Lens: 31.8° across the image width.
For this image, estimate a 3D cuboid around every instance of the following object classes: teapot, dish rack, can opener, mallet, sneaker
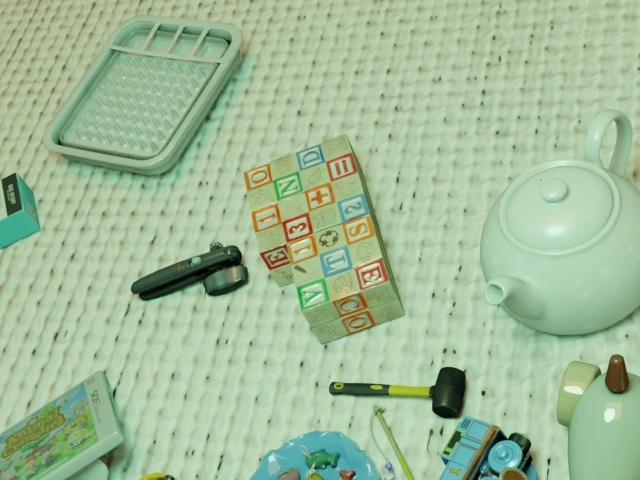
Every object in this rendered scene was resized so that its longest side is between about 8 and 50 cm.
[{"bbox_3d":[0.319,-0.018,1.457,0.253,0.187,0.256,-18,48,8],"label":"teapot"},{"bbox_3d":[-0.301,-0.250,1.973,0.286,0.072,0.332,12,59,29],"label":"dish rack"},{"bbox_3d":[-0.201,0.051,1.701,0.186,0.059,0.073,-14,50,12],"label":"can opener"},{"bbox_3d":[0.102,0.190,1.485,0.190,0.039,0.062,5,56,31],"label":"mallet"},{"bbox_3d":[-0.355,0.342,1.550,0.158,0.061,0.065,-29,17,6],"label":"sneaker"}]

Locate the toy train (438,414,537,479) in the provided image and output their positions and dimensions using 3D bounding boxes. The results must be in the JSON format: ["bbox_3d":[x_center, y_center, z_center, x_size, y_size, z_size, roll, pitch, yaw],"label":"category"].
[{"bbox_3d":[0.181,0.301,1.337,0.105,0.080,0.184,14,62,41],"label":"toy train"}]

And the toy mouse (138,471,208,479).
[{"bbox_3d":[-0.235,0.375,1.477,0.161,0.031,0.143,3,55,25],"label":"toy mouse"}]

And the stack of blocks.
[{"bbox_3d":[0.000,0.000,1.639,0.171,0.087,0.297,-20,49,7],"label":"stack of blocks"}]

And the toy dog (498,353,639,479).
[{"bbox_3d":[0.314,0.261,1.253,0.220,0.161,0.333,-8,51,17],"label":"toy dog"}]

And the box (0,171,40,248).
[{"bbox_3d":[-0.607,-0.016,1.921,0.244,0.060,0.100,-25,49,2],"label":"box"}]

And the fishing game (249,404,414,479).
[{"bbox_3d":[-0.016,0.320,1.426,0.264,0.041,0.189,-24,46,3],"label":"fishing game"}]

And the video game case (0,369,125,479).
[{"bbox_3d":[-0.380,0.284,1.567,0.212,0.023,0.193,-33,26,-5],"label":"video game case"}]
